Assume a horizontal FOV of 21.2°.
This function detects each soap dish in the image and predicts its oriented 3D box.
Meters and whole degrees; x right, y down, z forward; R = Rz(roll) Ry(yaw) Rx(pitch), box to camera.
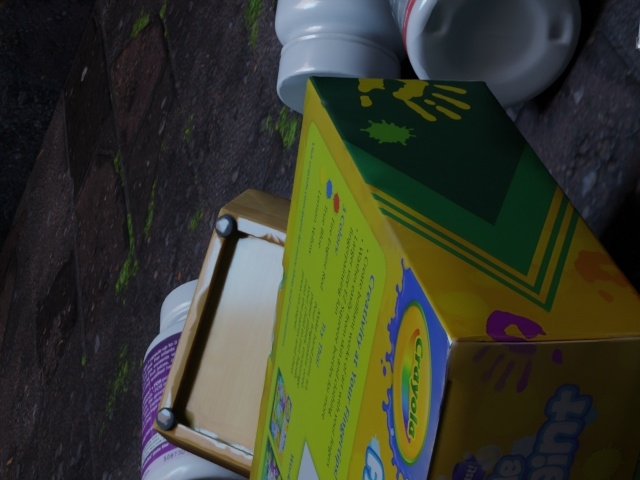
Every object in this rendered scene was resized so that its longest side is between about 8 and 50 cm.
[{"bbox_3d":[-0.038,0.110,1.750,0.229,0.118,0.291,19,94,30],"label":"soap dish"}]

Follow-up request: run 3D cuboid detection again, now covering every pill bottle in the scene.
[{"bbox_3d":[-0.123,0.194,1.983,0.302,0.169,0.169,-95,28,-43],"label":"pill bottle"},{"bbox_3d":[0.137,-0.260,1.631,0.283,0.161,0.161,-104,34,-54],"label":"pill bottle"},{"bbox_3d":[0.035,-0.287,1.922,0.160,0.160,0.283,147,135,-62],"label":"pill bottle"}]

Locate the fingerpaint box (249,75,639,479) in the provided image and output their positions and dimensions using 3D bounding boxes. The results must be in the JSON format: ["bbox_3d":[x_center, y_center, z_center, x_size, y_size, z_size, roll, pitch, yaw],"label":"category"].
[{"bbox_3d":[0.080,0.153,1.311,0.371,0.163,0.445,-116,29,-55],"label":"fingerpaint box"}]

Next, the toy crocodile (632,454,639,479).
[{"bbox_3d":[0.269,0.057,1.130,0.115,0.105,0.341,-100,31,-50],"label":"toy crocodile"}]

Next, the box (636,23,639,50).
[{"bbox_3d":[0.340,-0.238,1.180,0.290,0.087,0.169,151,131,-63],"label":"box"}]
